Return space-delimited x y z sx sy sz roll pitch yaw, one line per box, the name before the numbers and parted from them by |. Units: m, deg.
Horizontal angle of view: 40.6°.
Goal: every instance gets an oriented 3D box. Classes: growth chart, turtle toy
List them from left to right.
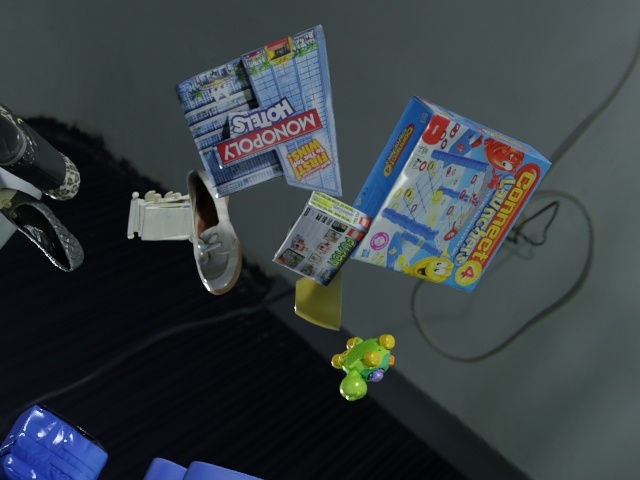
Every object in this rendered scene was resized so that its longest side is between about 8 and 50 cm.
growth chart | -0.386 -0.060 2.243 0.021 0.237 0.172 61 137 43
turtle toy | 0.072 0.211 1.441 0.095 0.130 0.066 -11 112 43

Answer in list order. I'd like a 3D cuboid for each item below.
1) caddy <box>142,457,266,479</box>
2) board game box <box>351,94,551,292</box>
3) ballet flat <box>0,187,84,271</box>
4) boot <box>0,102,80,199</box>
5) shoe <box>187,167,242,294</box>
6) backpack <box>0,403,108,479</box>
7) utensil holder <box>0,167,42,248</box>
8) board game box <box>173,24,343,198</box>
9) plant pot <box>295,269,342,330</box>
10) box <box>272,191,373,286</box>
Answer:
caddy | -0.031 0.311 0.722 0.341 0.179 0.241 25 159 -19
board game box | 0.232 -0.076 1.628 0.308 0.301 0.086 -62 34 19
ballet flat | -0.442 -0.020 1.366 0.057 0.049 0.173 -43 106 14
boot | -0.495 -0.160 1.364 0.236 0.178 0.085 38 87 29
shoe | -0.167 -0.018 1.287 0.076 0.058 0.219 -28 51 21
backpack | -0.340 0.279 1.092 0.120 0.101 0.098 35 151 -17
utensil holder | -0.707 -0.033 1.444 0.327 0.385 0.328 18 142 15
board game box | -0.054 -0.126 1.027 0.194 0.060 0.194 -21 94 5
plant pot | -0.005 0.122 1.825 0.095 0.134 0.134 1 116 -1
box | 0.000 0.000 1.506 0.114 0.036 0.207 26 145 -7
